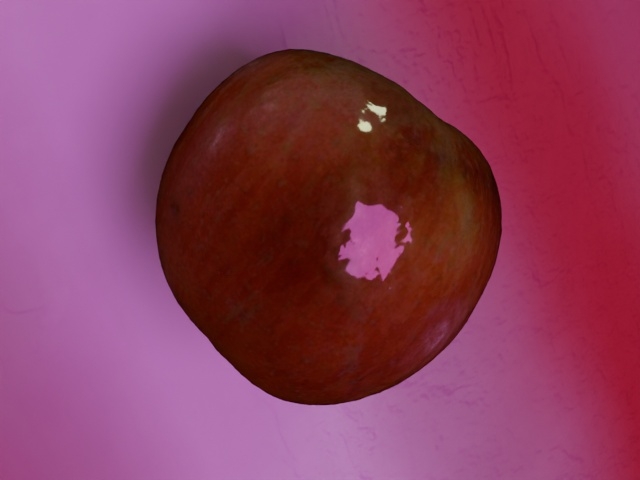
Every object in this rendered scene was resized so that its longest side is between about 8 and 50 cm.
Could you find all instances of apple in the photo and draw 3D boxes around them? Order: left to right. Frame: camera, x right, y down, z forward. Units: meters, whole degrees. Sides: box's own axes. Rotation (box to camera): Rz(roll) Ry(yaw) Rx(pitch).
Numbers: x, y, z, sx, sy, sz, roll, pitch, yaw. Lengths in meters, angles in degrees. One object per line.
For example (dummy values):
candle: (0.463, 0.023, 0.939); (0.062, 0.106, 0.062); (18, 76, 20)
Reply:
apple: (0.000, 0.000, 1.202); (0.301, 0.301, 0.302); (-14, 121, -24)
